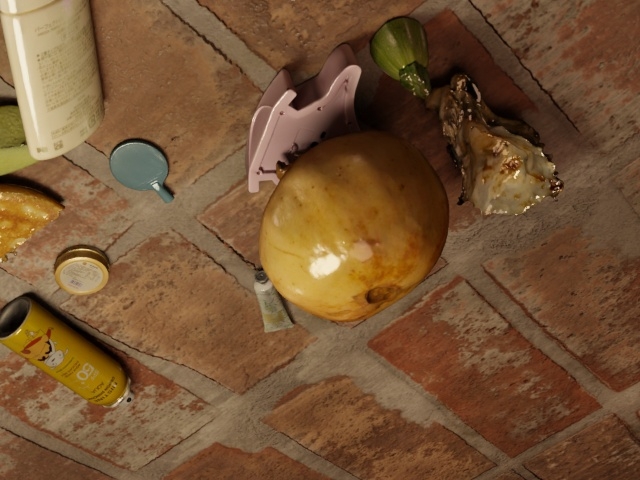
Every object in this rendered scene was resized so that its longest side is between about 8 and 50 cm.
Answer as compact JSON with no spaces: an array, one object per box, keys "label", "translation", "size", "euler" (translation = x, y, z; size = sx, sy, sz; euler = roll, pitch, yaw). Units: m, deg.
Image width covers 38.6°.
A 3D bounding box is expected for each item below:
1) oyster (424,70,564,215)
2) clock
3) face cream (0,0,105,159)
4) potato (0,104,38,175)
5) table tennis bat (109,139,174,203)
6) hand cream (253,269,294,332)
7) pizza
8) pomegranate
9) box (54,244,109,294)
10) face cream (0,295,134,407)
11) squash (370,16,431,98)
[{"label":"oyster","translation":[0.302,-0.165,1.701],"size":[0.198,0.133,0.337],"euler":[-36,128,21]},{"label":"clock","translation":[0.023,-0.206,1.630],"size":[0.275,0.080,0.290],"euler":[6,131,-19]},{"label":"face cream","translation":[-0.407,-0.303,1.386],"size":[0.081,0.173,0.348],"euler":[19,135,18]},{"label":"potato","translation":[-0.528,-0.169,1.552],"size":[0.149,0.081,0.120],"euler":[-11,166,-26]},{"label":"table tennis bat","translation":[-0.317,-0.122,1.664],"size":[0.100,0.019,0.155],"euler":[-29,130,12]},{"label":"hand cream","translation":[-0.105,0.135,1.935],"size":[0.067,0.042,0.194],"euler":[-16,137,-1]},{"label":"pizza","translation":[-0.588,-0.033,1.652],"size":[0.201,0.053,0.193],"euler":[12,127,-38]},{"label":"pomegranate","translation":[0.045,-0.036,1.555],"size":[0.338,0.338,0.338],"euler":[-7,133,-8]},{"label":"box","translation":[-0.464,0.059,1.779],"size":[0.105,0.037,0.105],"euler":[-7,134,-7]},{"label":"face cream","translation":[-0.512,0.249,1.894],"size":[0.105,0.105,0.349],"euler":[-30,132,14]},{"label":"squash","translation":[0.147,-0.297,1.540],"size":[0.105,0.132,0.105],"euler":[-8,135,-8]}]
